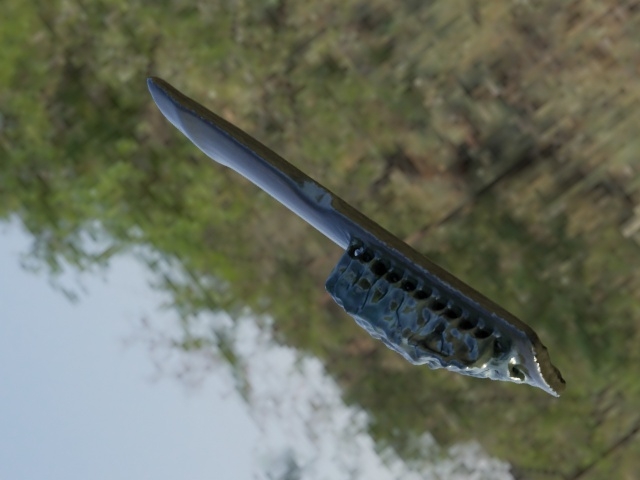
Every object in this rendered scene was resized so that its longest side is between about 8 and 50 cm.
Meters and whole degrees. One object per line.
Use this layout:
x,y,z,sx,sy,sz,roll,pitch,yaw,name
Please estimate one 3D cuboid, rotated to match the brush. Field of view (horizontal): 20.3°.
0.000,0.000,0.561,0.190,0.027,0.034,37,170,40,brush
